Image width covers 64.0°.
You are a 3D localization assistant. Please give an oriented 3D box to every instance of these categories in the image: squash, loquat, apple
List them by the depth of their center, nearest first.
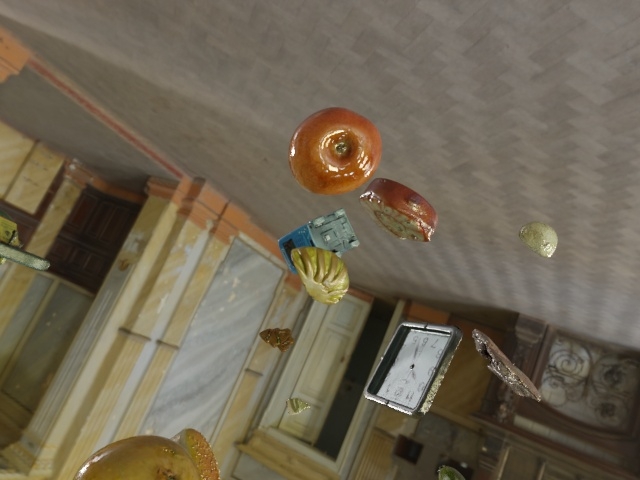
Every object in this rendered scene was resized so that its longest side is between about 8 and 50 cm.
[{"bbox_3d":[-0.361,0.515,1.003,0.263,0.262,0.263,22,168,5],"label":"loquat"},{"bbox_3d":[0.328,0.605,1.197,0.066,0.066,0.252,27,-168,-14],"label":"squash"},{"bbox_3d":[0.043,-0.254,1.470,0.272,0.251,0.206,-4,-165,-7],"label":"apple"}]

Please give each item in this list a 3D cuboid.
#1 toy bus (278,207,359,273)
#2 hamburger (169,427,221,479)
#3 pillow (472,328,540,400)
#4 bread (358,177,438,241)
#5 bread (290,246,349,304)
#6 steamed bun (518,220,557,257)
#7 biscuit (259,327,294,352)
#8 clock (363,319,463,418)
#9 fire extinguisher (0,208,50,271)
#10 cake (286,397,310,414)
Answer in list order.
[{"bbox_3d":[0.000,0.000,1.343,0.134,0.113,0.246,-25,-179,26],"label":"toy bus"},{"bbox_3d":[-0.428,0.782,1.738,0.227,0.152,0.295,78,172,-45],"label":"hamburger"},{"bbox_3d":[0.428,0.293,1.209,0.135,0.049,0.248,41,-171,-2],"label":"pillow"},{"bbox_3d":[0.299,-0.114,1.987,0.295,0.114,0.328,43,169,-23],"label":"bread"},{"bbox_3d":[0.011,0.071,1.056,0.083,0.095,0.157,-110,-4,-52],"label":"bread"},{"bbox_3d":[0.727,-0.010,1.689,0.113,0.090,0.129,17,-149,-40],"label":"steamed bun"},{"bbox_3d":[-0.111,0.247,1.311,0.092,0.082,0.016,18,123,-4],"label":"biscuit"},{"bbox_3d":[0.265,0.359,1.467,0.049,0.278,0.273,38,161,-19],"label":"clock"},{"bbox_3d":[-0.516,-0.022,0.733,0.312,0.095,0.114,18,168,32],"label":"fire extinguisher"},{"bbox_3d":[-0.075,0.563,1.755,0.051,0.055,0.140,-19,163,10],"label":"cake"}]
